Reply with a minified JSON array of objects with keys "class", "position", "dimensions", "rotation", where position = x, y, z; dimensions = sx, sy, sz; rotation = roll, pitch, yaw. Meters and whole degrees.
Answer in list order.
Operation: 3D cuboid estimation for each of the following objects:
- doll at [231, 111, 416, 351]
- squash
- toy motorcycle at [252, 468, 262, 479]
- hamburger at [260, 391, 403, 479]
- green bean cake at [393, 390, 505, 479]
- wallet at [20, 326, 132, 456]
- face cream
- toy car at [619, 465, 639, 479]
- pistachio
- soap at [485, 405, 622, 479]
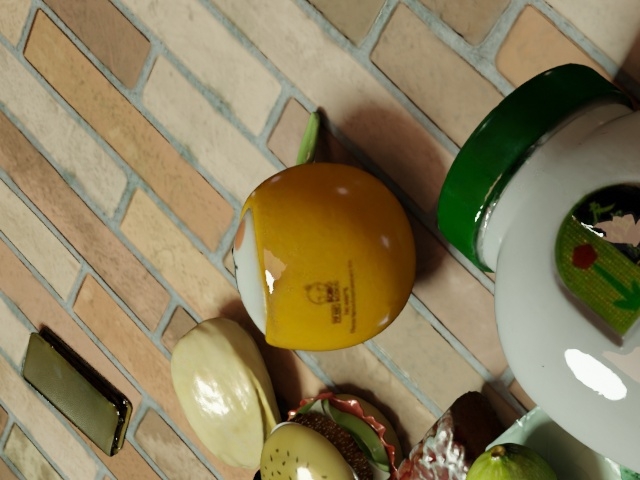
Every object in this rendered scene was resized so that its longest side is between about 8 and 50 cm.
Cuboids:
[{"class":"doll","position":[0.000,0.000,1.650],"dimensions":[0.236,0.214,0.213],"rotation":[-103,17,-55]},{"class":"squash","position":[0.189,0.283,1.517],"dimensions":[0.123,0.123,0.186],"rotation":[16,121,37]},{"class":"toy motorcycle","position":[-0.052,0.474,1.968],"dimensions":[0.206,0.142,0.342],"rotation":[-111,23,-54]},{"class":"hamburger","position":[0.006,0.273,1.805],"dimensions":[0.175,0.137,0.175],"rotation":[18,122,32]},{"class":"green bean cake","position":[0.189,0.309,1.680],"dimensions":[0.232,0.097,0.198],"rotation":[48,136,14]},{"class":"wallet","position":[-0.357,0.219,2.193],"dimensions":[0.198,0.031,0.110],"rotation":[38,132,22]},{"class":"face cream","position":[0.294,0.028,1.316],"dimensions":[0.357,0.219,0.312],"rotation":[44,102,29]},{"class":"toy car","position":[0.429,0.265,1.403],"dimensions":[0.306,0.125,0.136],"rotation":[39,143,12]},{"class":"pistachio","position":[-0.114,0.194,1.884],"dimensions":[0.145,0.117,0.200],"rotation":[-6,105,66]},{"class":"soap","position":[0.314,0.282,1.550],"dimensions":[0.289,0.095,0.173],"rotation":[51,137,10]}]
